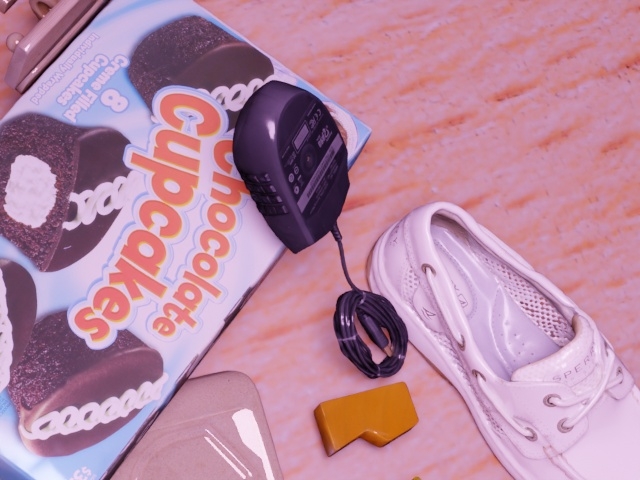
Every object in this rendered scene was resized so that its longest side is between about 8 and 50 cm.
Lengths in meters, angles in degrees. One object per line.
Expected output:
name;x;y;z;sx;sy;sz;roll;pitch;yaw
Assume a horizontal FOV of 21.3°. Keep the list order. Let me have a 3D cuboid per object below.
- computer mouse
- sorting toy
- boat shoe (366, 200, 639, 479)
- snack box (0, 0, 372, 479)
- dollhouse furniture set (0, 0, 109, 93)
computer mouse;0.000;0.000;1.046;0.071;0.041;0.242;-59;140;-37
sorting toy;-0.068;0.196;1.034;0.307;0.041;0.229;-12;72;-20
boat shoe;0.145;0.087;1.100;0.277;0.096;0.098;44;66;0
snack box;-0.131;-0.003;1.047;0.187;0.060;0.322;36;62;2
dollhouse furniture set;-0.211;-0.175;1.051;0.151;0.144;0.123;39;65;-3
